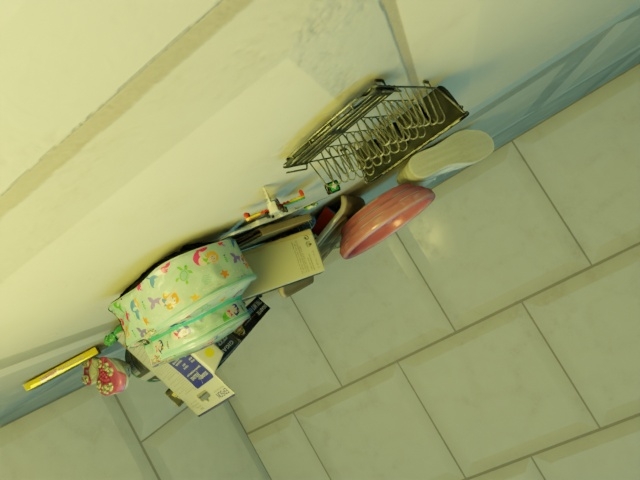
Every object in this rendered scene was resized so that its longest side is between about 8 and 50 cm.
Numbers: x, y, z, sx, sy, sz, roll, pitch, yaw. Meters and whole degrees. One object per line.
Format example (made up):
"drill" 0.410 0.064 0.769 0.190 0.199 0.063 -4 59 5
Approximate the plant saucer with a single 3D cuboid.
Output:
"plant saucer" 0.187 -0.066 1.311 0.332 0.084 0.332 -33 170 -7

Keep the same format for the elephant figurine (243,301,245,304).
"elephant figurine" -0.311 0.164 1.303 0.239 0.186 0.169 -83 -171 -83

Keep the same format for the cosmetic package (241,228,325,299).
"cosmetic package" -0.157 0.080 1.069 0.310 0.113 0.160 -18 174 -10

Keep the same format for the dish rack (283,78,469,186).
"dish rack" 0.081 -0.153 0.648 0.208 0.074 0.272 -35 173 38

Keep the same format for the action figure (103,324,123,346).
"action figure" -0.513 0.241 1.264 0.232 0.063 0.137 -25 177 -17

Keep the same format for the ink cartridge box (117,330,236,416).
"ink cartridge box" -0.357 0.294 1.089 0.303 0.307 0.072 -43 -174 47

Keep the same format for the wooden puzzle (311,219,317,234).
"wooden puzzle" -0.110 0.033 1.386 0.221 0.044 0.239 -44 169 31

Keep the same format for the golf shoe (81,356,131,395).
"golf shoe" -0.678 0.434 1.433 0.140 0.115 0.306 10 171 -43

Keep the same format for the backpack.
"backpack" -0.243 0.109 0.818 0.253 0.191 0.225 -40 170 35

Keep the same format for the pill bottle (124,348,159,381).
"pill bottle" -0.522 0.355 1.495 0.204 0.204 0.361 -25 174 -46

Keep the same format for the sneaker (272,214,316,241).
"sneaker" -0.068 -0.036 1.156 0.135 0.052 0.058 -23 -175 23

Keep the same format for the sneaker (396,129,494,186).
"sneaker" 0.372 -0.245 1.340 0.293 0.108 0.169 -19 175 -12

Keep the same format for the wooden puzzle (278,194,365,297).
"wooden puzzle" 0.000 0.000 1.367 0.347 0.081 0.322 -56 170 12

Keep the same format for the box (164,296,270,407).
"box" -0.308 0.335 1.350 0.295 0.073 0.293 -48 180 13

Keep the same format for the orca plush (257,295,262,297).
"orca plush" -0.252 0.173 1.647 0.151 0.102 0.287 -21 175 22

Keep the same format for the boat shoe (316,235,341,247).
"boat shoe" 0.078 -0.019 1.795 0.302 0.113 0.103 -34 180 44

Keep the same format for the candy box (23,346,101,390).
"candy box" -0.787 0.392 1.334 0.206 0.027 0.105 -29 180 -26

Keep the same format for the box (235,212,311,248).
"box" -0.135 -0.011 1.021 0.165 0.021 0.201 -25 180 33

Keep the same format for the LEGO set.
"LEGO set" -0.082 -0.067 0.826 0.244 0.060 0.182 -19 -175 43
